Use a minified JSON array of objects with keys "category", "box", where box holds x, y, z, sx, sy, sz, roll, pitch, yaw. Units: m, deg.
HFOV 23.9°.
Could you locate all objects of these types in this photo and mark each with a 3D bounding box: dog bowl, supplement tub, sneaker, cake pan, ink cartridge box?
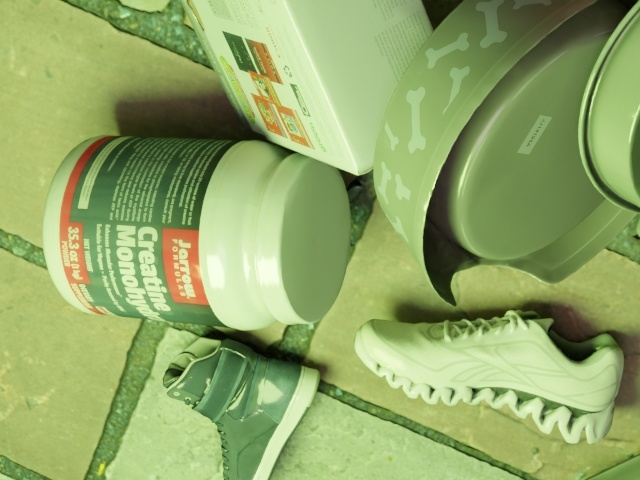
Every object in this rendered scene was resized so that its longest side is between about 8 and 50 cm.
[{"category":"dog bowl","box":[0.195,-0.103,1.354,0.102,0.349,0.348,44,132,34]},{"category":"supplement tub","box":[-0.126,-0.009,1.541,0.272,0.191,0.191,4,122,25]},{"category":"sneaker","box":[-0.118,0.212,1.747,0.163,0.086,0.226,21,114,-10]},{"category":"sneaker","box":[0.183,0.121,1.617,0.292,0.110,0.118,14,116,-3]},{"category":"cake pan","box":[0.363,-0.127,1.305,0.293,0.054,0.293,-15,132,-17]},{"category":"ink cartridge box","box":[-0.034,-0.242,1.404,0.130,0.272,0.309,-32,115,-17]}]

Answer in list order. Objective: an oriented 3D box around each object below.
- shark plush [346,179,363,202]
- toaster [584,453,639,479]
[{"category":"shark plush","box":[0.000,0.000,1.635,0.067,0.073,0.161,20,104,-20]},{"category":"toaster","box":[0.381,0.316,1.659,0.146,0.129,0.227,-35,104,26]}]
